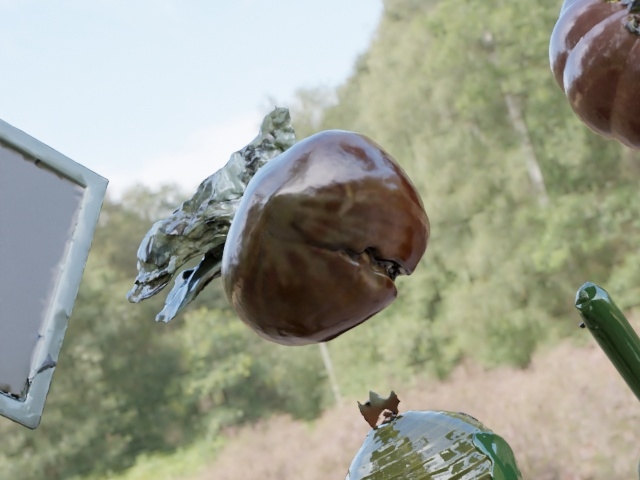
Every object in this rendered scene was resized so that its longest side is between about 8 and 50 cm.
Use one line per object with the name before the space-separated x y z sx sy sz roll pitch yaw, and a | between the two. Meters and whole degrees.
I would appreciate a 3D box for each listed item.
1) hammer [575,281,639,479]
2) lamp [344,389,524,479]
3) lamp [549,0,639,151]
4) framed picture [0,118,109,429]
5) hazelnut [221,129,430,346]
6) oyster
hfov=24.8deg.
hammer | 0.429 0.196 1.936 0.119 0.335 0.206 -28 16 31
lamp | 0.133 0.321 1.912 0.250 0.284 0.250 -32 -2 -1
lamp | 0.444 -0.259 1.849 0.305 0.305 0.240 -17 -39 -5
framed picture | -0.279 -0.018 0.971 0.273 0.216 0.016 32 -40 -27
hazelnut | 0.003 0.002 1.362 0.212 0.181 0.181 -58 10 -7
oyster | -0.132 -0.034 2.020 0.158 0.162 0.351 29 -74 -36
